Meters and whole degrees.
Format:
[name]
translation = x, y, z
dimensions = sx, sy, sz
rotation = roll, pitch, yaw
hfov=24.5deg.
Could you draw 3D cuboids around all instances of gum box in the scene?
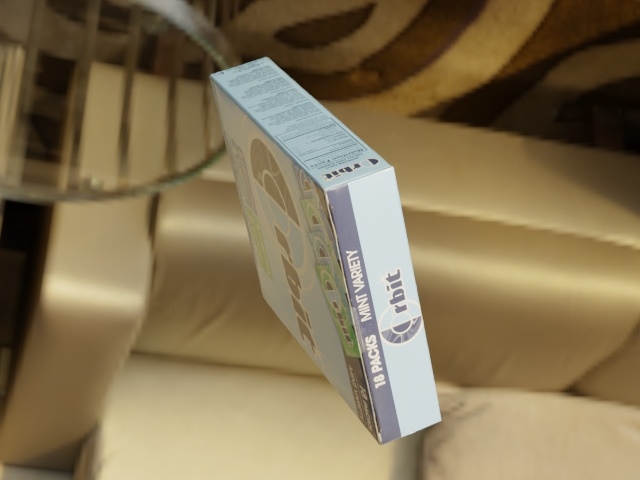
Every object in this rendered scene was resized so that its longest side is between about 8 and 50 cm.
[gum box]
translation = 0.000, 0.000, 0.820
dimensions = 0.041, 0.184, 0.157
rotation = -20, 119, -13
